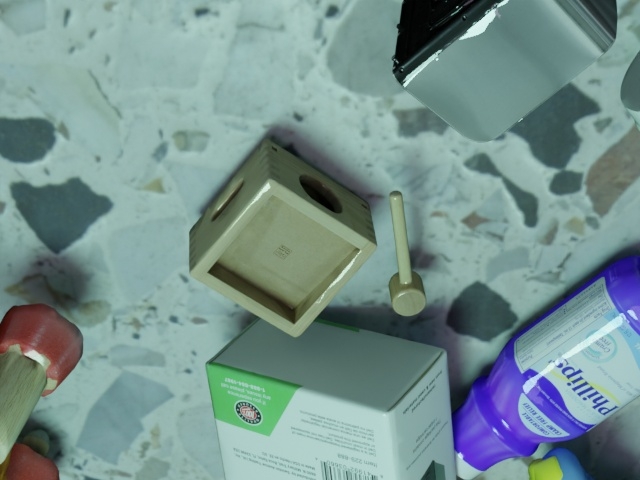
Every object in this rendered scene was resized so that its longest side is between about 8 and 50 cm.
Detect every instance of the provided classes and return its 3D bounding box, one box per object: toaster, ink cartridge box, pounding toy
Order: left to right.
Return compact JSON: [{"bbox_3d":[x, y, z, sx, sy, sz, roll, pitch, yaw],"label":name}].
[{"bbox_3d":[0.010,-0.004,1.508,0.206,0.094,0.181,32,113,-22],"label":"pounding toy"},{"bbox_3d":[0.019,0.235,1.581,0.211,0.121,0.289,12,124,30],"label":"ink cartridge box"},{"bbox_3d":[0.158,-0.194,1.337,0.186,0.168,0.110,-39,111,25],"label":"toaster"}]

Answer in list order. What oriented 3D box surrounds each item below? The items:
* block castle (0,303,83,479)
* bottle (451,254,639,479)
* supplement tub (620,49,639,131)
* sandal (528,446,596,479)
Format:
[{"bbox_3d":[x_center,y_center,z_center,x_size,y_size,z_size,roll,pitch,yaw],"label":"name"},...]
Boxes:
[{"bbox_3d":[-0.475,0.131,1.575,0.453,0.213,0.303,19,132,3],"label":"block castle"},{"bbox_3d":[0.233,0.134,1.553,0.283,0.092,0.118,-39,111,24],"label":"bottle"},{"bbox_3d":[0.424,-0.063,1.341,0.228,0.228,0.316,-35,110,23],"label":"supplement tub"},{"bbox_3d":[0.317,0.303,1.614,0.138,0.126,0.317,-28,131,16],"label":"sandal"}]
